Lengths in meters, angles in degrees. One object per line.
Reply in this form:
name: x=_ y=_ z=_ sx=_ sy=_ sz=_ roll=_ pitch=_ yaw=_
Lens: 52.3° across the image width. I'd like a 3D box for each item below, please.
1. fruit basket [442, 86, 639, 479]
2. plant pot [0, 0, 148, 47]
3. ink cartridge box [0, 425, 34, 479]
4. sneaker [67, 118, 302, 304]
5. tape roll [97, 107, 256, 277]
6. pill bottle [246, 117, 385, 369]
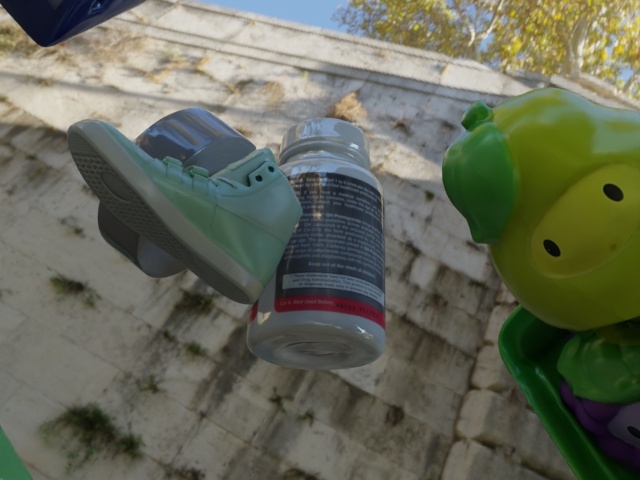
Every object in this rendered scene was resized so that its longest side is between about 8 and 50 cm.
fruit basket: x=0.274 y=0.027 z=0.487 sx=0.392 sy=0.283 sz=0.392 roll=-12 pitch=-47 yaw=-13
plant pot: x=-0.182 y=-0.337 z=0.521 sx=0.212 sy=0.236 sz=0.236 roll=-24 pitch=-70 yaw=44
ink cartridge box: x=-0.145 y=0.190 z=0.216 sx=0.219 sy=0.160 sz=0.092 roll=41 pitch=-6 yaw=27
sneaker: x=-0.131 y=-0.065 z=0.689 sx=0.256 sy=0.151 sz=0.094 roll=44 pitch=-29 yaw=-24
tape roll: x=-0.179 y=-0.059 z=0.846 sx=0.072 sy=0.219 sz=0.219 roll=36 pitch=-41 yaw=16
pill bottle: x=0.000 y=0.000 z=0.879 sx=0.176 sy=0.318 sz=0.176 roll=2 pitch=-26 yaw=1
